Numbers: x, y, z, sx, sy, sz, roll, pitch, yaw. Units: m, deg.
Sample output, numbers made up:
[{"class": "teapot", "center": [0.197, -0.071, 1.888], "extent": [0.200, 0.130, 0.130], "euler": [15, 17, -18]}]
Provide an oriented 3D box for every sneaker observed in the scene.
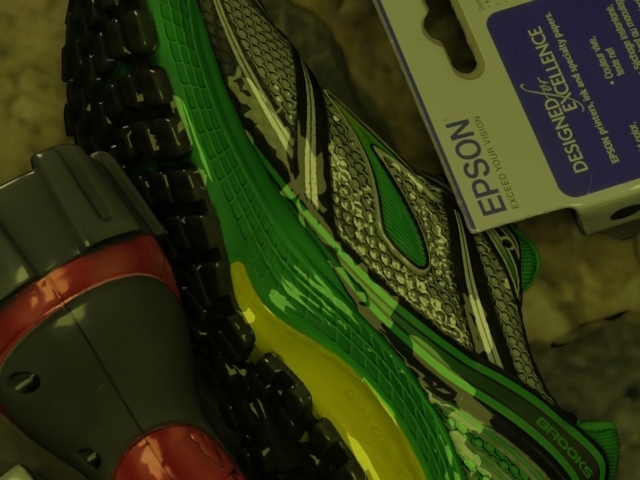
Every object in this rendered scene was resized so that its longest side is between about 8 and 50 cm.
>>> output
[{"class": "sneaker", "center": [0.000, 0.000, 0.761], "extent": [0.146, 0.134, 0.343], "euler": [-27, 85, -27]}]

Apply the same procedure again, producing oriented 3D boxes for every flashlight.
[{"class": "flashlight", "center": [-0.045, 0.110, 0.670], "extent": [0.103, 0.103, 0.304], "euler": [-18, 70, -51]}]

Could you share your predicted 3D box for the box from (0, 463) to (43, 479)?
[{"class": "box", "center": [-0.186, 0.243, 0.710], "extent": [0.290, 0.087, 0.169], "euler": [-39, 87, -10]}]

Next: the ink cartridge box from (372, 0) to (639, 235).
[{"class": "ink cartridge box", "center": [0.126, -0.108, 0.786], "extent": [0.208, 0.045, 0.206], "euler": [-16, 64, -8]}]
